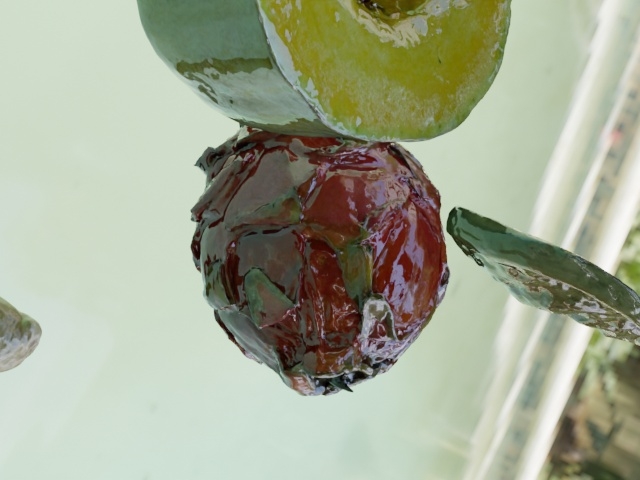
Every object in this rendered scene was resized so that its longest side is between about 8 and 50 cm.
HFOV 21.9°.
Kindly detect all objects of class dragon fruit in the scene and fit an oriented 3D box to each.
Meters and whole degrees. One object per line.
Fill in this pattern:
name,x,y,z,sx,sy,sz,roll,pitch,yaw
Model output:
dragon fruit,0.000,0.000,1.712,0.277,0.277,0.343,57,16,-75

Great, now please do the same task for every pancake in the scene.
pancake,0.211,0.044,1.410,0.050,0.242,0.242,-62,167,-1

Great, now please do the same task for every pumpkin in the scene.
pumpkin,-0.010,-0.234,1.392,0.332,0.199,0.332,2,87,-50

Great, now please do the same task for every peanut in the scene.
peanut,-0.471,0.107,2.043,0.137,0.253,0.122,55,40,-61
